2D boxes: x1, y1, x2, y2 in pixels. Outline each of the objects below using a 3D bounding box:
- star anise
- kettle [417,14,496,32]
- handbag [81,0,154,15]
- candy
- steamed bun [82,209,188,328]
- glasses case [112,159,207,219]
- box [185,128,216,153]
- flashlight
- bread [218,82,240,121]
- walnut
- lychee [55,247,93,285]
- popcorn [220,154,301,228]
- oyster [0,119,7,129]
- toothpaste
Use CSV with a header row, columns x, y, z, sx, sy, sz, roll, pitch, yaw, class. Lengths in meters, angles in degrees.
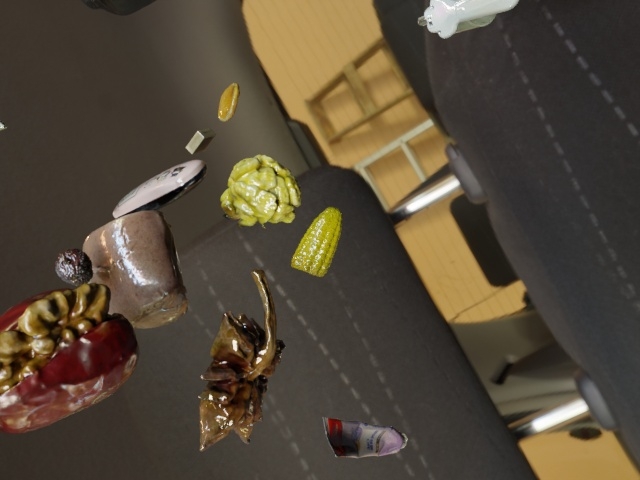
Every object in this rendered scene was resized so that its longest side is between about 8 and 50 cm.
x,y,z,sx,sy,sz,roll,pitch,yaw,class
-0.149,0.254,1.264,0.292,0.109,0.349,75,-148,-61,star anise
0.324,-0.531,1.494,0.098,0.127,0.148,46,170,-20,kettle
-0.273,-0.480,1.022,0.275,0.302,0.178,56,176,39,handbag
0.000,0.000,1.743,0.106,0.198,0.094,27,-175,30,candy
-0.412,0.075,1.398,0.301,0.199,0.251,130,126,-68,steamed bun
-0.415,-0.125,1.637,0.075,0.315,0.122,57,-144,-18,glasses case
-0.397,-0.330,2.119,0.035,0.079,0.083,45,-153,5,box
0.324,-0.501,1.361,0.093,0.201,0.047,67,-155,-24,flashlight
-0.245,-0.369,1.699,0.025,0.110,0.110,16,-141,-31,bread
-0.446,0.190,1.031,0.222,0.244,0.269,44,-124,11,walnut
-0.474,0.051,1.231,0.068,0.067,0.083,23,151,27,lychee
-0.130,-0.101,1.432,0.168,0.195,0.173,25,-117,-8,popcorn
-0.956,-0.318,1.820,0.098,0.100,0.037,42,166,36,oyster
0.099,0.414,1.324,0.301,0.048,0.075,25,-114,-51,toothpaste
